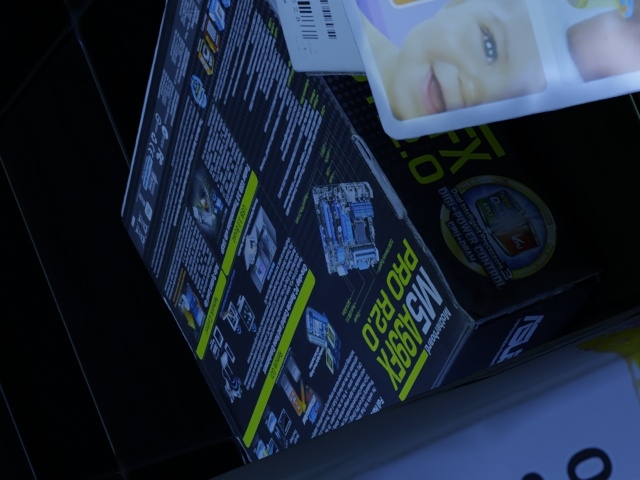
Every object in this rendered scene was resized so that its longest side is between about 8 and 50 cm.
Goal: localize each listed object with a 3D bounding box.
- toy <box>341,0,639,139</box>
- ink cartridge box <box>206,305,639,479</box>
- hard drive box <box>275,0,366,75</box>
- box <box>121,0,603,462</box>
[{"bbox_3d":[0.090,-0.100,0.377,0.237,0.056,0.137,-10,104,31],"label":"toy"},{"bbox_3d":[0.089,0.106,0.480,0.171,0.232,0.168,68,157,3],"label":"ink cartridge box"},{"bbox_3d":[0.057,-0.141,0.533,0.232,0.089,0.181,13,120,63],"label":"hard drive box"},{"bbox_3d":[0.000,0.000,0.812,0.216,0.060,0.270,59,155,22],"label":"box"}]
